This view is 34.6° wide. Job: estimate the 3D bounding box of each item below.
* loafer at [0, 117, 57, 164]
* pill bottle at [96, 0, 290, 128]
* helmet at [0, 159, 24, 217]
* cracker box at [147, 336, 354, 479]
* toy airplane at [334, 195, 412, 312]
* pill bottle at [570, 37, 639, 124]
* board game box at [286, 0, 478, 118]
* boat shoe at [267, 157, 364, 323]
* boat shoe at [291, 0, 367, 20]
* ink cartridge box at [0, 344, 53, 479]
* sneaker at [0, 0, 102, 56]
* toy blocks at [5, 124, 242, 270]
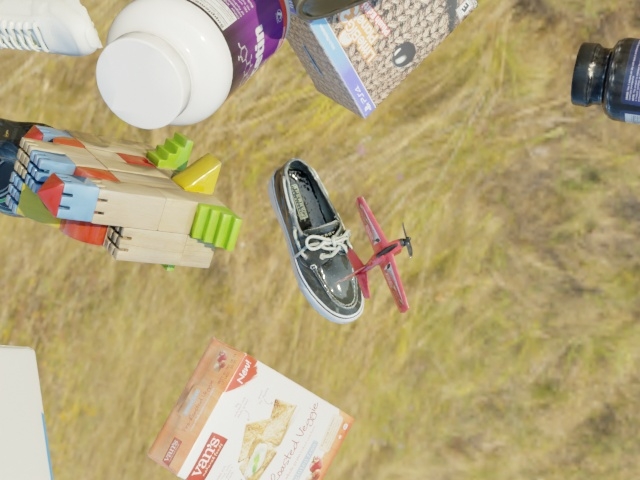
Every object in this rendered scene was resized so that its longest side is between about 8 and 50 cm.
[{"bbox_3d":[-0.494,-0.161,1.729,0.223,0.076,0.078,16,169,14],"label":"loafer"},{"bbox_3d":[-0.175,-0.276,1.426,0.182,0.323,0.181,11,124,17],"label":"pill bottle"},{"bbox_3d":[-0.562,-0.125,1.907,0.162,0.169,0.169,-8,147,22],"label":"helmet"},{"bbox_3d":[-0.076,0.234,1.229,0.067,0.155,0.232,20,167,45],"label":"cracker box"},{"bbox_3d":[0.067,0.026,1.239,0.028,0.151,0.151,-13,168,-37],"label":"toy airplane"},{"bbox_3d":[0.479,-0.225,1.475,0.219,0.122,0.123,12,154,21],"label":"pill bottle"},{"bbox_3d":[0.088,-0.398,1.713,0.141,0.291,0.232,37,169,42],"label":"board game box"},{"bbox_3d":[0.004,-0.002,1.809,0.113,0.306,0.105,-16,173,-21],"label":"boat shoe"},{"bbox_3d":[0.095,-0.391,1.337,0.307,0.104,0.110,-18,164,-6],"label":"boat shoe"},{"bbox_3d":[-0.523,0.313,1.470,0.129,0.223,0.307,10,143,-43],"label":"ink cartridge box"},{"bbox_3d":[-0.372,-0.275,1.317,0.235,0.095,0.090,25,141,38],"label":"sneaker"},{"bbox_3d":[-0.320,-0.072,1.473,0.261,0.190,0.381,7,-162,-35],"label":"toy blocks"}]
